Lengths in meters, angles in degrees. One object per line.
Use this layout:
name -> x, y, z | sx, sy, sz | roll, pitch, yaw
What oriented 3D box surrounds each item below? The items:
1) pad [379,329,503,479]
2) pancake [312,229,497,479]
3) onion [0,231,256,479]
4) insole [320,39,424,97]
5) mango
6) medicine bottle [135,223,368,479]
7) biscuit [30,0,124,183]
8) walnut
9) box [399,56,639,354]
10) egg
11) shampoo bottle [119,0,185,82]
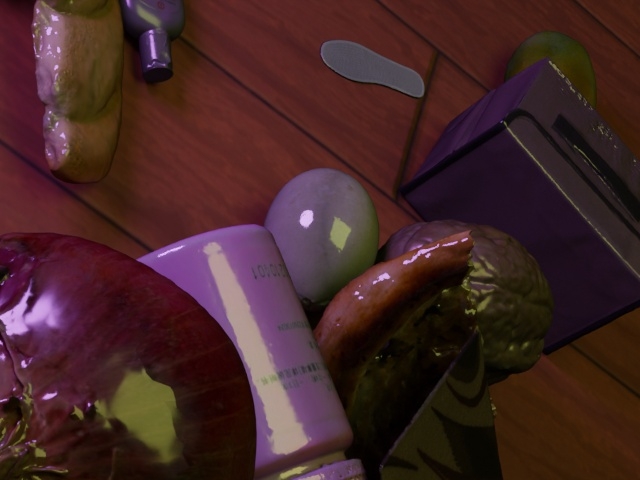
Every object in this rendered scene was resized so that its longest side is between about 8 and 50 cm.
pad -> 0.126, 0.272, 1.690 | 0.220, 0.004, 0.330 | -49, 137, -47
pancake -> 0.057, 0.125, 1.715 | 0.212, 0.056, 0.257 | -10, 107, -7
onion -> -0.221, 0.166, 1.341 | 0.353, 0.353, 0.354 | 22, 53, -33
insole -> 0.059, -0.189, 2.031 | 0.152, 0.002, 0.053 | 18, 55, -36
mango -> 0.265, -0.162, 2.156 | 0.122, 0.085, 0.191 | 42, 53, -31
medicine bottle -> -0.073, 0.149, 1.583 | 0.178, 0.178, 0.291 | -13, 77, -46
biscuit -> -0.224, -0.193, 1.696 | 0.154, 0.045, 0.299 | 14, 66, -68
walnut -> 0.142, 0.069, 1.838 | 0.230, 0.178, 0.178 | 21, 53, -43
box -> 0.243, -0.039, 1.989 | 0.252, 0.188, 0.153 | 45, 46, -11
egg -> 0.000, 0.000, 1.783 | 0.114, 0.114, 0.152 | 28, 50, -29
shampoo bottle -> -0.169, -0.235, 1.815 | 0.080, 0.040, 0.165 | 11, 60, -40
